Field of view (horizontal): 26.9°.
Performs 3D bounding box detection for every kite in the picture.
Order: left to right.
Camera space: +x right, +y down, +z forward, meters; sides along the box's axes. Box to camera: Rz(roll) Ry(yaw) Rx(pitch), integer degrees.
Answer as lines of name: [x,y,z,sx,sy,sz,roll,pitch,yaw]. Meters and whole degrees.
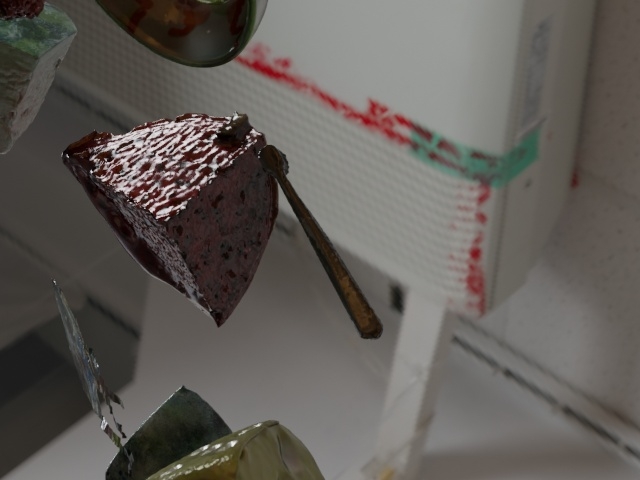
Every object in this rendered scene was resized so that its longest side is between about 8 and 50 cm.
kite: [-0.273,0.156,1.583,0.310,0.015,0.169,-146,-138,-63]

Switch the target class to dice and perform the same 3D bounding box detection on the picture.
dice: [-0.123,0.416,1.954,0.226,0.233,0.238,-27,-92,22]

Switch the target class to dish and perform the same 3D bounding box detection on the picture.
dish: [-0.175,-0.380,1.657,0.324,0.124,0.324,29,-34,22]

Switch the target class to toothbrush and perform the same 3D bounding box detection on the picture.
toothbrush: [0.000,0.000,1.630,0.030,0.030,0.297,-41,-118,22]

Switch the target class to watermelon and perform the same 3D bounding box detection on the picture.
watermelon: [-0.523,-0.269,2.147,0.387,0.228,0.258,-148,-121,-66]
watermelon: [-0.242,0.422,2.314,0.175,0.188,0.322,20,-40,27]

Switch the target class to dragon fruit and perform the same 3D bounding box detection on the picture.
dragon fruit: [-0.237,-0.079,1.957,0.330,0.302,0.240,27,2,16]

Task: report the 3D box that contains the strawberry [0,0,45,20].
strawberry: [-0.345,-0.306,1.431,0.085,0.192,0.140,5,71,-79]

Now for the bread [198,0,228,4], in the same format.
bread: [-0.135,-0.318,1.425,0.139,0.071,0.130,29,-23,18]
